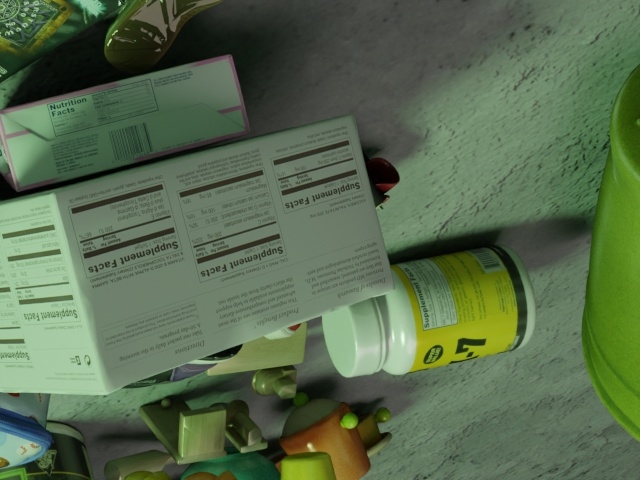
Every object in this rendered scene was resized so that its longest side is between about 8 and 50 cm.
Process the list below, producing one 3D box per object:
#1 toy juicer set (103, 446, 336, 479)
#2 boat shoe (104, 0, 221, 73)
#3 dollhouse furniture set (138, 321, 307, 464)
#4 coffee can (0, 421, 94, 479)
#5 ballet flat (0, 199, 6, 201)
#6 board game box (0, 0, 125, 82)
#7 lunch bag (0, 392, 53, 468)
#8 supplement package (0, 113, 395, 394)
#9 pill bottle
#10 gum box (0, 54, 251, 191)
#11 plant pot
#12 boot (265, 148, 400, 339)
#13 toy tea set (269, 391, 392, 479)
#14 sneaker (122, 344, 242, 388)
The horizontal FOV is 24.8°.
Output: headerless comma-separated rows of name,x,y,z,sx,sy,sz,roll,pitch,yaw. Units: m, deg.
toy juicer set,-0.135,0.285,1.629,0.209,0.090,0.329,-7,-179,-29
boat shoe,-0.101,-0.186,1.050,0.056,0.048,0.153,30,120,-27
dollhouse furniture set,-0.110,0.143,1.618,0.144,0.123,0.151,-6,113,-27
coffee can,-0.323,0.367,1.600,0.201,0.275,0.201,-17,151,-9
ballet flat,-0.247,0.004,1.199,0.280,0.096,0.095,-5,170,-25
board game box,-0.232,-0.179,0.982,0.126,0.026,0.186,-29,150,13
lunch bag,-0.397,0.137,1.251,0.303,0.115,0.243,-16,155,31
supplement package,-0.116,0.011,1.118,0.261,0.145,0.204,-17,-175,-35
pill bottle,0.114,0.078,1.563,0.208,0.119,0.119,-10,150,-19
gum box,-0.157,-0.086,1.105,0.188,0.062,0.107,-15,-175,-12
plant pot,0.419,-0.011,1.419,0.366,0.367,0.353,-22,140,1
boot,0.000,0.000,1.390,0.176,0.088,0.244,-21,148,-3
toy tea set,-0.075,0.281,1.832,0.336,0.124,0.200,-29,180,6
sneaker,-0.214,0.106,1.411,0.283,0.107,0.124,10,144,-44
